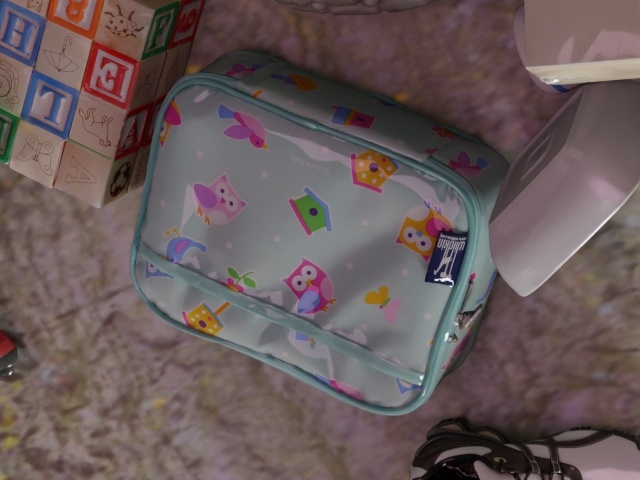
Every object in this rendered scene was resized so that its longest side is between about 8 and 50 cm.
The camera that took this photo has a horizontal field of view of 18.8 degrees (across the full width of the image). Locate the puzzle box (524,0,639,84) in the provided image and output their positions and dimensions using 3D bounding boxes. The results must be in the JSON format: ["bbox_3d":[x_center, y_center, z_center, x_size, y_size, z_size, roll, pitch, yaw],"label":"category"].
[{"bbox_3d":[0.258,-0.304,1.175,0.272,0.052,0.408,-2,81,25],"label":"puzzle box"}]

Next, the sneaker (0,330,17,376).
[{"bbox_3d":[-0.395,0.095,1.673,0.276,0.097,0.135,-20,97,27],"label":"sneaker"}]

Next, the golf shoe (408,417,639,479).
[{"bbox_3d":[0.160,0.185,1.445,0.198,0.094,0.077,0,105,24],"label":"golf shoe"}]

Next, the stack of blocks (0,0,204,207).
[{"bbox_3d":[-0.256,-0.169,1.528,0.297,0.087,0.171,26,116,15],"label":"stack of blocks"}]

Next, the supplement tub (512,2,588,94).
[{"bbox_3d":[0.194,-0.149,1.334,0.107,0.071,0.071,-22,96,29],"label":"supplement tub"}]

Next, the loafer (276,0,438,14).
[{"bbox_3d":[0.095,-0.242,1.341,0.319,0.112,0.111,-14,63,25],"label":"loafer"}]

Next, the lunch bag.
[{"bbox_3d":[0.000,0.000,1.451,0.279,0.108,0.224,24,115,17],"label":"lunch bag"}]

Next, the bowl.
[{"bbox_3d":[0.169,-0.044,1.328,0.053,0.142,0.142,35,130,-8],"label":"bowl"}]
